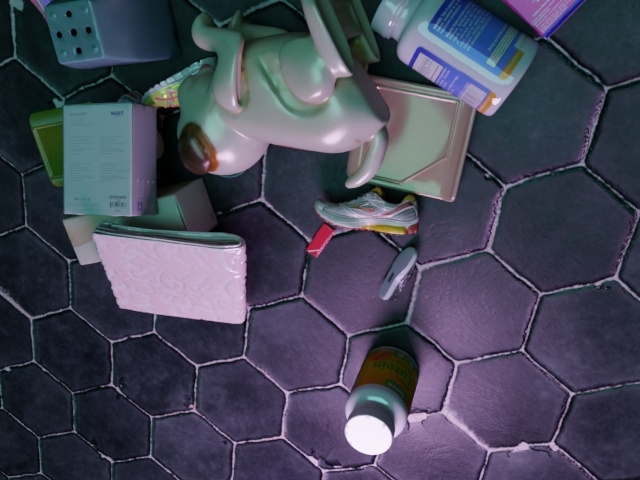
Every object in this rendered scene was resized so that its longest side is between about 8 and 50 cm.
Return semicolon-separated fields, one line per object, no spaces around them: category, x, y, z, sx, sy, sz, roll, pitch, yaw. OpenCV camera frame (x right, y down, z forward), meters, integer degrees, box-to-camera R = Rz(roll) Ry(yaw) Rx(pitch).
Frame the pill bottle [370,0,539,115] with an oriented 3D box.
pill bottle;0.233;-0.355;1.164;0.272;0.152;0.152;34;118;2

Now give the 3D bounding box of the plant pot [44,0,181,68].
plant pot;-0.420;-0.423;1.302;0.166;0.234;0.165;-2;112;19

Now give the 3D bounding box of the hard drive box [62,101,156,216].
hard drive box;-0.444;-0.169;1.381;0.181;0.089;0.232;3;95;21

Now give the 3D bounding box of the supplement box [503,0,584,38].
supplement box;0.342;-0.460;1.106;0.220;0.111;0.114;43;119;-2

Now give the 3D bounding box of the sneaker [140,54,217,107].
sneaker;-0.293;-0.310;1.396;0.209;0.081;0.094;-21;106;24

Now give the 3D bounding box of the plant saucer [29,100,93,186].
plant saucer;-0.599;-0.220;1.554;0.188;0.045;0.188;-6;110;20

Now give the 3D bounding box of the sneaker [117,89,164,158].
sneaker;-0.407;-0.251;1.460;0.057;0.075;0.161;-11;108;22

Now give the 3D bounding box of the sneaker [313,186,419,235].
sneaker;0.097;-0.070;1.379;0.226;0.088;0.092;6;102;11

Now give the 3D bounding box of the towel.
towel;-0.323;0.077;1.473;0.317;0.053;0.331;7;146;-1

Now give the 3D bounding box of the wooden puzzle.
wooden puzzle;0.178;-0.206;1.312;0.239;0.044;0.220;16;116;16

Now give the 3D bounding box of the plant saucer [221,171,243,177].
plant saucer;-0.207;-0.199;1.448;0.120;0.021;0.119;7;115;15

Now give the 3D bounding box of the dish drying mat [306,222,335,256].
dish drying mat;0.000;0.000;1.473;0.032;0.008;0.083;36;118;2

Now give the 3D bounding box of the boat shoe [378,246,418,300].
boat shoe;0.177;0.074;1.430;0.040;0.049;0.142;17;120;-27

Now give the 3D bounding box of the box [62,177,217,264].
box;-0.414;-0.043;1.514;0.311;0.148;0.121;-10;108;20

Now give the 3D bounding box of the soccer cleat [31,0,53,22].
soccer cleat;-0.585;-0.511;1.409;0.248;0.083;0.095;42;123;-5

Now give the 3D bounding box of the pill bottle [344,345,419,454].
pill bottle;0.133;0.352;1.445;0.137;0.245;0.136;7;114;15

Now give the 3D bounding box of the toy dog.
toy dog;-0.091;-0.267;1.251;0.408;0.284;0.395;-16;114;25
